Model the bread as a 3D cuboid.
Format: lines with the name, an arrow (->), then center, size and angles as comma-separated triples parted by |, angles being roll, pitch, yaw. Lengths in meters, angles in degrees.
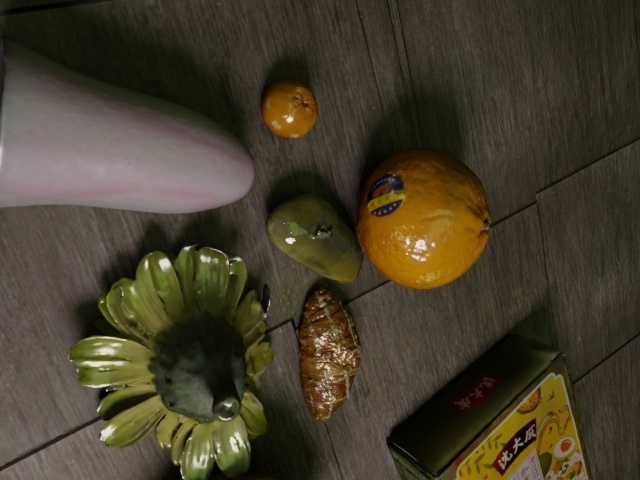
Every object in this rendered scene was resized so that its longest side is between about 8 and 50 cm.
bread -> 0.018, 0.190, 0.834 | 0.104, 0.076, 0.233 | -5, 102, -28

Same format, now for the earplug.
earplug -> -0.213, -0.105, 0.608 | 0.301, 0.172, 0.173 | 6, 95, -38

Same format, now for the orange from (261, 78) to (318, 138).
orange -> -0.044, -0.186, 0.734 | 0.083, 0.070, 0.084 | -4, 96, -33

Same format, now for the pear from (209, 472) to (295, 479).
pear -> -0.104, 0.470, 0.698 | 0.294, 0.294, 0.295 | -6, 101, -30

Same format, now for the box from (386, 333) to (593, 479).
box -> 0.366, 0.465, 1.050 | 0.372, 0.138, 0.421 | -31, 114, -23

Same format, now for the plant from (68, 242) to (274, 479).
plant -> -0.137, 0.144, 0.673 | 0.306, 0.297, 0.261 | 48, 42, -12

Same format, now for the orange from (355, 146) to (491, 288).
orange -> 0.159, -0.036, 0.803 | 0.219, 0.192, 0.220 | 41, 40, -47

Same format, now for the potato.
potato -> 0.000, 0.000, 0.785 | 0.188, 0.085, 0.105 | 43, 78, -33
